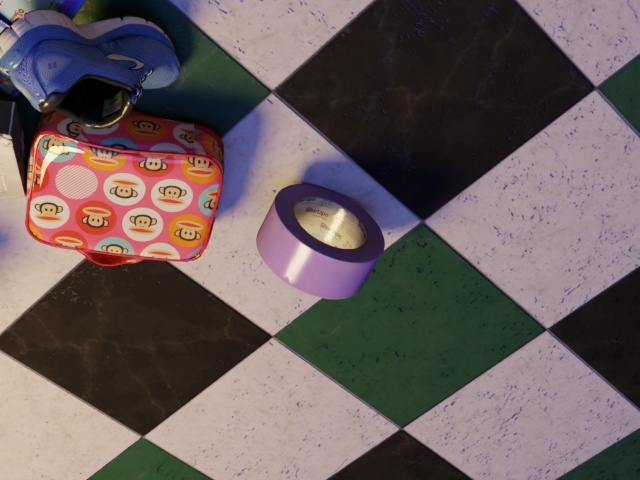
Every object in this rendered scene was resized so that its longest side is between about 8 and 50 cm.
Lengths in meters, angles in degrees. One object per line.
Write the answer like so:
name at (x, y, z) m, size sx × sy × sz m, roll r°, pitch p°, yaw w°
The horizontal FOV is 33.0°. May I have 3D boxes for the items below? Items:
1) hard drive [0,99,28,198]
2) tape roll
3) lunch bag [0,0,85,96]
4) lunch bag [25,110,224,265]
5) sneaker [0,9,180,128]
hard drive at (-0.600, -0.138, 1.547) m, size 0.339 × 0.064 × 0.237 m, roll 4°, pitch 160°, yaw -9°
tape roll at (0.000, 0.000, 1.694) m, size 0.189 × 0.189 × 0.080 m, roll 18°, pitch 124°, yaw -18°
lunch bag at (-0.456, -0.337, 1.460) m, size 0.221 × 0.138 × 0.293 m, roll 28°, pitch 133°, yaw -23°
lunch bag at (-0.302, -0.068, 1.660) m, size 0.293 × 0.120 × 0.258 m, roll 9°, pitch 126°, yaw -12°
sneaker at (-0.295, -0.213, 1.451) m, size 0.130 × 0.330 × 0.147 m, roll -35°, pitch 82°, yaw 29°
